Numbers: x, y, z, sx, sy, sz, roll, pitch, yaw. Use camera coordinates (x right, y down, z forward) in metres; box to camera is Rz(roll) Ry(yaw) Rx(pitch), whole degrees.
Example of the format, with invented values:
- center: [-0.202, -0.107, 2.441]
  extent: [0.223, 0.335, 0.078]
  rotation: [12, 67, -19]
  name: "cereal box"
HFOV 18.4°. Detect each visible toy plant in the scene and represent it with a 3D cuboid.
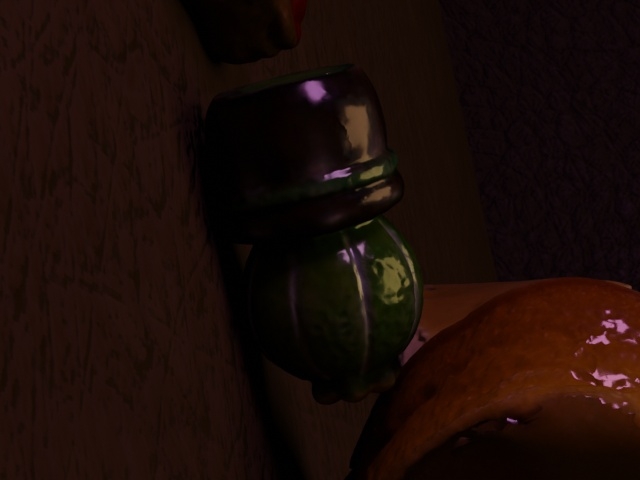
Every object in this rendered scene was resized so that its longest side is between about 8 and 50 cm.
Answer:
- center: [0.000, 0.000, 0.966]
  extent: [0.093, 0.093, 0.162]
  rotation: [-60, 139, -78]
  name: "toy plant"

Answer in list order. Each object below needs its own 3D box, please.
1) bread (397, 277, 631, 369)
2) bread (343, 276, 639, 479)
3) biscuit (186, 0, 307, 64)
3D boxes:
- center: [0.098, 0.130, 1.509]
  extent: [0.211, 0.224, 0.183]
  rotation: [-19, 106, -40]
  name: "bread"
- center: [0.108, 0.142, 0.989]
  extent: [0.269, 0.195, 0.142]
  rotation: [-58, -174, 30]
  name: "bread"
- center: [-0.074, -0.279, 1.027]
  extent: [0.359, 0.074, 0.381]
  rotation: [-78, 151, -67]
  name: "biscuit"
